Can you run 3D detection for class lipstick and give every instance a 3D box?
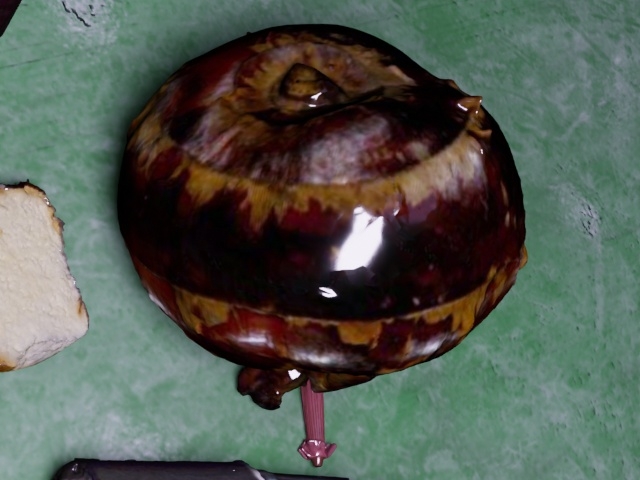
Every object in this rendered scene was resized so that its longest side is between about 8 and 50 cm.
[{"bbox_3d":[-0.051,0.193,1.262,0.299,0.081,0.081,7,67,-38],"label":"lipstick"}]

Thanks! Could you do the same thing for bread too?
[{"bbox_3d":[-0.216,0.025,1.220,0.126,0.044,0.129,-12,77,-52],"label":"bread"}]

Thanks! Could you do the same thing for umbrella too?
[{"bbox_3d":[-0.009,0.091,1.385,0.027,0.025,0.165,23,58,-56],"label":"umbrella"}]

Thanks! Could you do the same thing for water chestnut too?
[{"bbox_3d":[0.000,0.000,1.288,0.300,0.300,0.300,19,60,-35],"label":"water chestnut"}]

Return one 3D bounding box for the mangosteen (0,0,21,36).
[{"bbox_3d":[-0.274,-0.186,0.957,0.289,0.231,0.231,-3,72,-69],"label":"mangosteen"}]
